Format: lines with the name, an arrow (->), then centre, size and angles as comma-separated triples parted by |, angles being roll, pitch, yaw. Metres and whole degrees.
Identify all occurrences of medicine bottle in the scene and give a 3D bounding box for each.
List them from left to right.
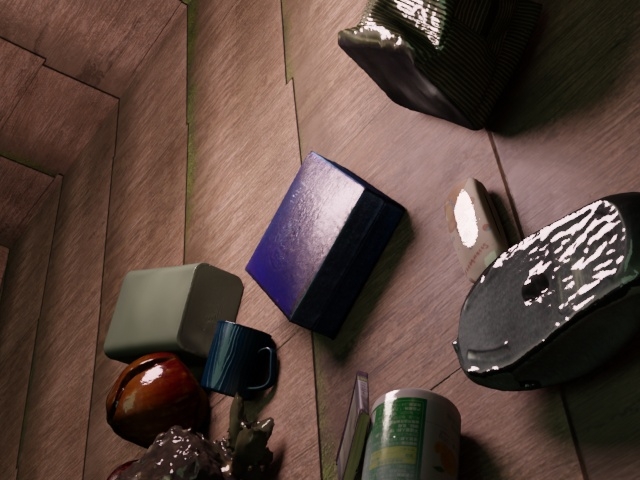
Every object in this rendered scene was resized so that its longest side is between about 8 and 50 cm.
medicine bottle -> 0.117, 0.342, 1.251 | 0.133, 0.133, 0.274 | -39, 26, 39

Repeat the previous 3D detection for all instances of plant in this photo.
plant -> -0.205, 0.436, 1.704 | 0.312, 0.213, 0.215 | -33, 25, -16

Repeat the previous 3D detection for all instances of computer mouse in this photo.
computer mouse -> 0.316, 0.076, 1.197 | 0.374, 0.114, 0.203 | -41, 40, 50

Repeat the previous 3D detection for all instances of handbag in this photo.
handbag -> 0.201, -0.358, 1.589 | 0.240, 0.247, 0.340 | -53, 27, 0

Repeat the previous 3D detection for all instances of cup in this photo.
cup -> -0.162, 0.241, 1.855 | 0.150, 0.113, 0.138 | -4, 67, 59

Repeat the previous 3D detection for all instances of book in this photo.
book -> 0.050, 0.303, 1.427 | 0.231, 0.026, 0.158 | -77, 1, -83

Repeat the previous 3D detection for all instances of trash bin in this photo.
trash bin -> -0.342, 0.176, 2.150 | 0.343, 0.158, 0.223 | -13, 58, 54

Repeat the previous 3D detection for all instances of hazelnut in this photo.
hazelnut -> -0.346, 0.353, 1.977 | 0.234, 0.217, 0.218 | 105, 179, -72

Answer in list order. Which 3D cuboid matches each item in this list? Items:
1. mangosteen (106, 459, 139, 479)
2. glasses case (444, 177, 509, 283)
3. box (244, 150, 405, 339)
mangosteen -> -0.331, 0.506, 1.875 | 0.217, 0.192, 0.192 | -52, 29, -3
glasses case -> 0.240, -0.016, 1.446 | 0.081, 0.051, 0.204 | -47, 34, 28
box -> 0.000, 0.000, 1.772 | 0.279, 0.116, 0.261 | -60, 29, 6
